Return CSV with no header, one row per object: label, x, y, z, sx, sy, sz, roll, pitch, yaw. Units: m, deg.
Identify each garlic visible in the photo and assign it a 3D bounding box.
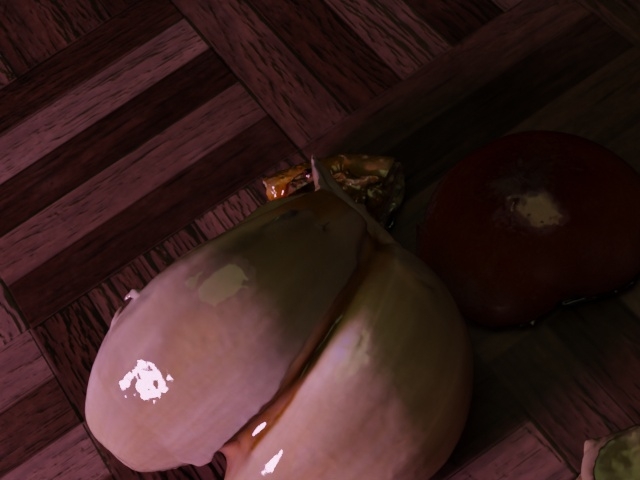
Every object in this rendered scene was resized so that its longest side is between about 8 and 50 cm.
garlic,-0.033,0.103,1.133,0.313,0.286,0.249,-46,26,-11

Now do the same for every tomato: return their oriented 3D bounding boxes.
tomato,0.192,-0.035,1.215,0.228,0.112,0.199,-22,51,-1

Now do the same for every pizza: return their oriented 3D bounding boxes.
pizza,0.001,-0.001,1.275,0.154,0.069,0.194,-6,56,14

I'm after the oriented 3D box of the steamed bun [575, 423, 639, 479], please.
steamed bun,0.284,0.230,1.009,0.192,0.106,0.177,-11,67,-5
